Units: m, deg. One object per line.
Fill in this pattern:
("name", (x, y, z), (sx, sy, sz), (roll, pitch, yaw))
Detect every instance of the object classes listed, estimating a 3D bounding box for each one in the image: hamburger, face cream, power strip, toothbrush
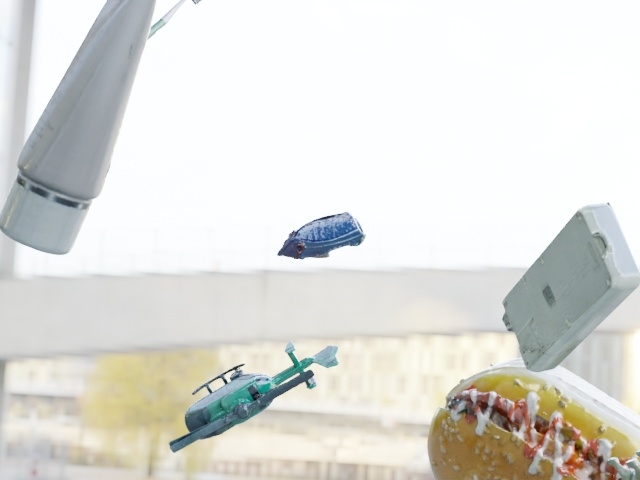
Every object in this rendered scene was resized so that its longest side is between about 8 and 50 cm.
("hamburger", (0.256, 0.261, 1.919), (0.295, 0.227, 0.151), (29, 32, 9))
("face cream", (-0.229, -0.140, 1.722), (0.089, 0.314, 0.143), (20, 9, -18))
("power strip", (0.214, 0.044, 1.511), (0.035, 0.081, 0.192), (-8, -26, -25))
("toothbrush", (-0.243, -0.307, 2.536), (0.257, 0.024, 0.018), (-44, 11, -37))

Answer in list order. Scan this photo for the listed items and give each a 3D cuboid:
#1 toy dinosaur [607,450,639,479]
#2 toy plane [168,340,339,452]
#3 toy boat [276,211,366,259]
("toy dinosaur", (0.268, 0.194, 1.435), (0.037, 0.058, 0.180), (-30, -14, -16))
("toy plane", (-0.082, 0.185, 2.121), (0.235, 0.060, 0.096), (-30, 11, 0))
("toy boat", (0.000, 0.000, 1.528), (0.083, 0.038, 0.038), (-15, 0, -21))
